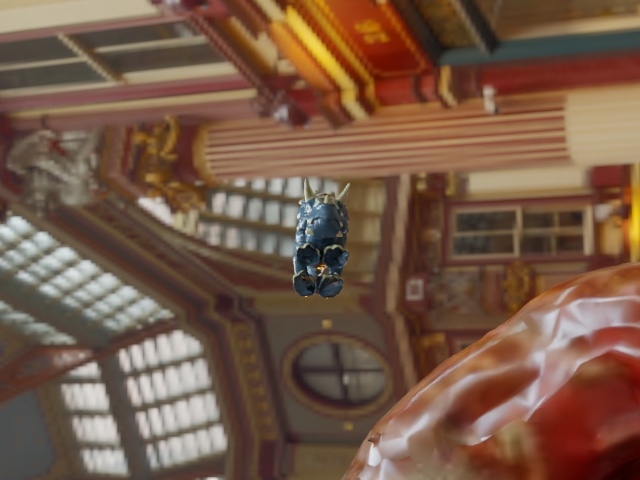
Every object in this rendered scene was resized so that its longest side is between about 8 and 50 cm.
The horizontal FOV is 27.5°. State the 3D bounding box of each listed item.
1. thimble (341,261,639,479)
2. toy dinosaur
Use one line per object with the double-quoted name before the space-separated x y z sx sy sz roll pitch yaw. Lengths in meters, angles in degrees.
"thimble" 0.180 0.185 0.535 0.231 0.350 0.350 25 -116 -57
"toy dinosaur" 0.000 0.000 0.755 0.083 0.031 0.047 99 175 -50
